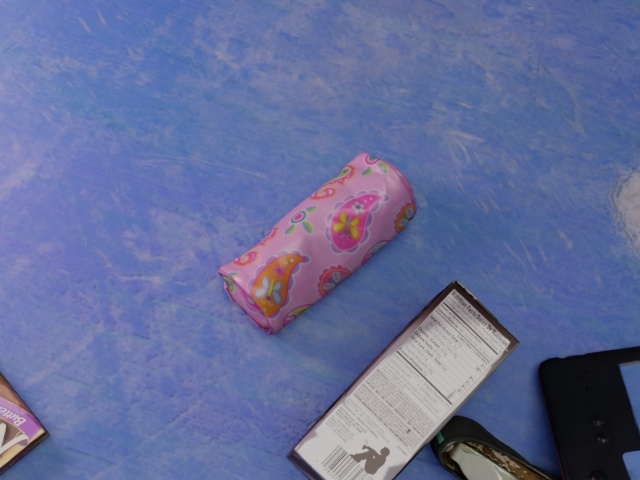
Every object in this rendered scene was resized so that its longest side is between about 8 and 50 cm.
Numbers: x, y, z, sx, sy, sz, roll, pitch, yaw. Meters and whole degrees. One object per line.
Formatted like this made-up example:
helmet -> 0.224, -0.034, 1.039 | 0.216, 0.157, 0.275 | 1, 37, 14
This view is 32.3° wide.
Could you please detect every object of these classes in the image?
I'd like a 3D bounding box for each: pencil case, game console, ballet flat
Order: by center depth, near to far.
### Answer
game console -> 0.497, 0.266, 1.406 | 0.386, 0.060, 0.342 | -8, 52, 3
ballet flat -> 0.260, 0.335, 1.444 | 0.280, 0.096, 0.095 | 32, 101, 4
pencil case -> 0.000, 0.000, 1.496 | 0.284, 0.124, 0.124 | -41, 83, -14

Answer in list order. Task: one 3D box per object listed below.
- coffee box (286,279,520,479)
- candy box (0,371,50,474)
coffee box -> 0.102, 0.205, 1.426 | 0.119, 0.168, 0.297 | 44, 76, 6
candy box -> -0.453, 0.214, 1.433 | 0.109, 0.053, 0.187 | -39, 82, -13
